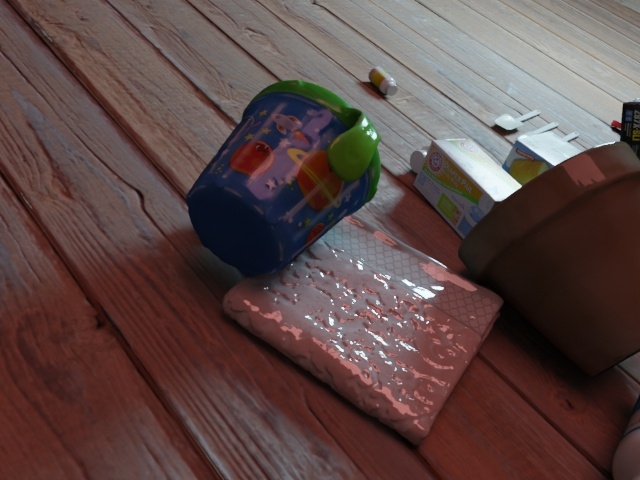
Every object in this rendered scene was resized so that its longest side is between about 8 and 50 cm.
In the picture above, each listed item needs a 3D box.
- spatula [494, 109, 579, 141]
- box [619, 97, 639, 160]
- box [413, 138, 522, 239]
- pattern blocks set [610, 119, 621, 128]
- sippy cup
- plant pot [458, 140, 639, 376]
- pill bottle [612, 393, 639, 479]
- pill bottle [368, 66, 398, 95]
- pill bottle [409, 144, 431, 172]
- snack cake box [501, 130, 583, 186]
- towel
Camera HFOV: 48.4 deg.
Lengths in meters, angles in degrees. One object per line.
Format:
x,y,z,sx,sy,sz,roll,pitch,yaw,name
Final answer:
0.561,-0.285,1.828,0.168,0.019,0.242,37,40,24,spatula
0.691,-0.137,1.450,0.079,0.321,0.257,13,24,42,box
0.289,-0.097,1.377,0.103,0.114,0.203,-7,43,-32,box
0.957,-0.252,1.891,0.325,0.026,0.285,20,17,2,pattern blocks set
-0.065,-0.076,1.025,0.240,0.305,0.224,31,52,12,sippy cup
0.428,0.050,1.130,0.323,0.323,0.280,-13,63,-37,plant pot
0.482,0.282,0.952,0.146,0.146,0.264,34,39,19,pill bottle
0.155,-0.389,1.748,0.043,0.043,0.083,-7,44,-32,pill bottle
0.245,-0.169,1.490,0.116,0.065,0.065,-11,47,-35,pill bottle
0.549,-0.127,1.559,0.152,0.089,0.264,-17,50,-42,snack cake box
0.076,0.100,1.055,0.332,0.053,0.317,32,43,16,towel
